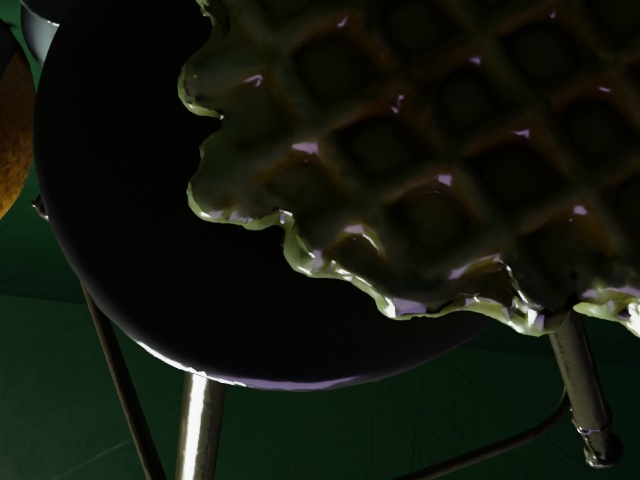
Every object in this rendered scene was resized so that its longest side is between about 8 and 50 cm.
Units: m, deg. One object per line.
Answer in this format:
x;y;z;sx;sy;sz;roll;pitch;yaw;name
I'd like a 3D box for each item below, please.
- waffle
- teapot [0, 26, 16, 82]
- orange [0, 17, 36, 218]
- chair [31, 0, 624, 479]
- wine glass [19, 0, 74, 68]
0.087;-0.102;0.791;0.317;0.297;0.073;13;177;-3;waffle
-0.143;-0.211;0.504;0.285;0.223;0.305;12;161;0;teapot
-0.325;-0.076;1.115;0.264;0.264;0.264;4;169;1;orange
0.000;0.000;1.039;0.365;0.361;0.410;-19;161;-6;chair
-0.165;-0.158;1.109;0.093;0.092;0.202;5;168;-5;wine glass
